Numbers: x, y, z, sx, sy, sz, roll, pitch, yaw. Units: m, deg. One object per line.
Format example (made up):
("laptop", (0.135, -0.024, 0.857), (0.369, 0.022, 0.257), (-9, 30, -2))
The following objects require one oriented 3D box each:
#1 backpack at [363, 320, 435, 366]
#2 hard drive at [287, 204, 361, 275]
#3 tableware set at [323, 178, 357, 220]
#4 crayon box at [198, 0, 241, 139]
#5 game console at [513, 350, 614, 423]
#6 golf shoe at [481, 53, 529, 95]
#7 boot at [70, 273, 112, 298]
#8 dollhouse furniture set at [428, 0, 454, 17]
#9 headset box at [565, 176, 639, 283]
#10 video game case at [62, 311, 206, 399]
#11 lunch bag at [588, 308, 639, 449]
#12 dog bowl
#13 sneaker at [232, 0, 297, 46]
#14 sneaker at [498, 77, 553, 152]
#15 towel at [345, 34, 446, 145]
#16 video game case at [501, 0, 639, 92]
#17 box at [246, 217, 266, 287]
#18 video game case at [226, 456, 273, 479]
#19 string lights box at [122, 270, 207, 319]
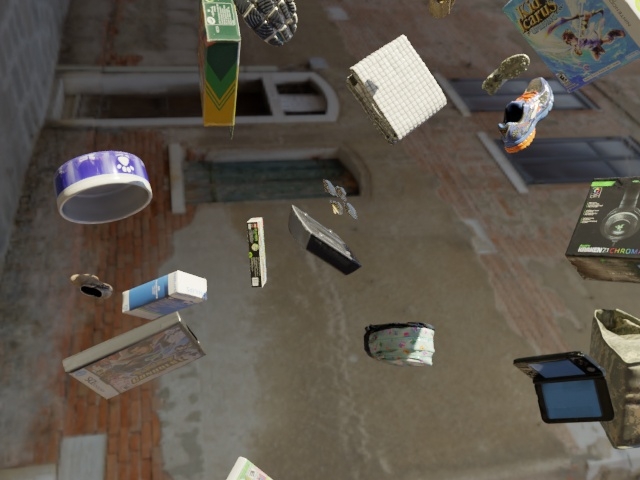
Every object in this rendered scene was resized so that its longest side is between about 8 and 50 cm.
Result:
("backpack", (0.212, 0.263, 1.715), (0.182, 0.151, 0.115), (-19, -110, 57))
("hard drive", (0.000, 0.000, 1.681), (0.054, 0.172, 0.255), (-54, -160, 7))
("tableware set", (0.067, -0.140, 2.354), (0.020, 0.168, 0.141), (-33, -115, 26))
("crayon box", (-0.254, -0.426, 1.669), (0.319, 0.081, 0.202), (104, -22, -52))
("game console", (0.372, 0.228, 1.046), (0.122, 0.107, 0.071), (-19, -135, 45))
("golf shoe", (0.596, -0.545, 2.174), (0.176, 0.069, 0.086), (-34, -168, 43))
("boot", (-0.554, 0.110, 1.621), (0.087, 0.118, 0.042), (-65, 167, -85))
("dollhouse furniture set", (0.399, -0.707, 1.962), (0.182, 0.160, 0.101), (-68, 162, -61))
("headset box", (0.829, -0.037, 1.801), (0.246, 0.131, 0.283), (3, -122, 50))
("video game case", (-0.430, 0.279, 1.611), (0.248, 0.274, 0.035), (79, -14, -62))
("lunch bag", (0.729, 0.319, 1.621), (0.287, 0.168, 0.235), (-90, 177, -71))
("dog bowl", (-0.632, -0.150, 1.974), (0.265, 0.264, 0.104), (116, -42, -67))
("sneaker", (-0.147, -0.507, 1.333), (0.275, 0.107, 0.110), (50, 2, -18))
("sneaker", (0.502, -0.321, 1.665), (0.083, 0.087, 0.221), (-1, -127, 50))
("towel", (0.244, -0.492, 2.239), (0.284, 0.235, 0.121), (54, -12, -4))
("video game case", (0.533, -0.451, 1.384), (0.244, 0.061, 0.269), (50, -19, -6))
("box", (-0.201, 0.035, 2.146), (0.114, 0.036, 0.207), (-73, 160, -80))
("video game case", (-0.146, 0.552, 1.291), (0.193, 0.023, 0.212), (52, 55, -36))
("string lights box", (-0.513, 0.185, 2.231), (0.133, 0.259, 0.077), (26, 50, -52))
